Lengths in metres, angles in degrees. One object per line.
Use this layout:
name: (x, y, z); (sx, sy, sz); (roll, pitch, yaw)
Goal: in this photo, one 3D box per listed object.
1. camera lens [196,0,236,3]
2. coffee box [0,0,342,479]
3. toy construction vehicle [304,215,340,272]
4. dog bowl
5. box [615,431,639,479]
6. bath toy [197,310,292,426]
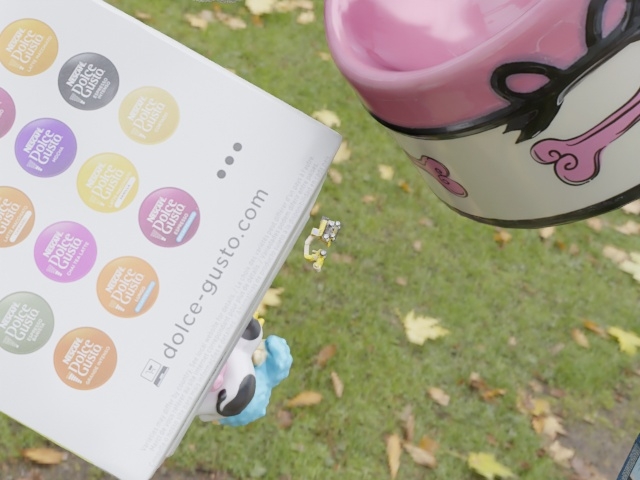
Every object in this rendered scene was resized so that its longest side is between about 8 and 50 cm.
camera lens: (-0.182, -0.376, 1.014); (0.274, 0.219, 0.219); (9, 26, -43)
coffee box: (-0.218, -0.001, 0.960); (0.334, 0.337, 0.338); (30, -10, 0)
toy construction vehicle: (0.000, 0.000, 1.686); (0.035, 0.086, 0.098); (22, 75, 9)
dog bowl: (0.165, -0.222, 0.724); (0.150, 0.408, 0.408); (30, 20, -33)
box: (0.479, 0.236, 1.175); (0.233, 0.159, 0.044); (-5, 37, -22)
bath toy: (-0.128, 0.121, 1.181); (0.129, 0.348, 0.151); (-20, 68, 5)
